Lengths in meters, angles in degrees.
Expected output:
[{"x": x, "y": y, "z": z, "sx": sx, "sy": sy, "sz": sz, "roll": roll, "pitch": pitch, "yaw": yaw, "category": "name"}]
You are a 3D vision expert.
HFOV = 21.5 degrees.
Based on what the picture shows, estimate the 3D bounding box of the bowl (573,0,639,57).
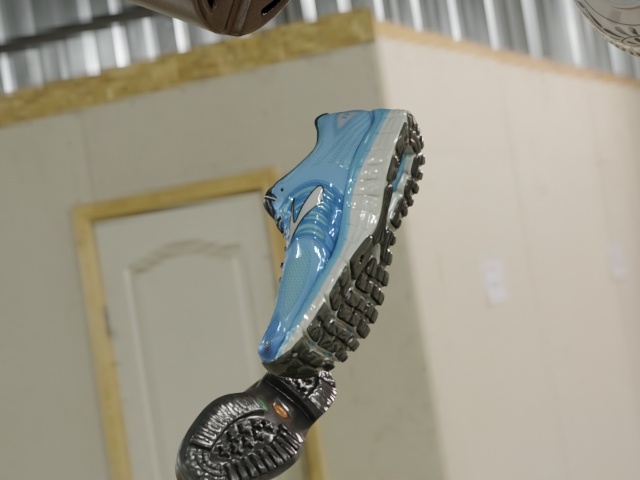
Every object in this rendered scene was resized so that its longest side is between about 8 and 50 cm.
[{"x": 0.245, "y": -0.215, "z": 1.272, "sx": 0.170, "sy": 0.170, "sz": 0.080, "roll": -10, "pitch": 6, "yaw": 37, "category": "bowl"}]

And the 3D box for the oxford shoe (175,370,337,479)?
[{"x": -0.065, "y": 0.173, "z": 1.420, "sx": 0.096, "sy": 0.083, "sz": 0.227, "roll": -46, "pitch": -8, "yaw": 27, "category": "oxford shoe"}]

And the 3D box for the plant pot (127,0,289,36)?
[{"x": -0.099, "y": -0.218, "z": 1.098, "sx": 0.165, "sy": 0.167, "sz": 0.167, "roll": 29, "pitch": 19, "yaw": 29, "category": "plant pot"}]

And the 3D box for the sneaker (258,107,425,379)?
[{"x": 0.000, "y": 0.000, "z": 0.915, "sx": 0.073, "sy": 0.162, "sz": 0.063, "roll": 13, "pitch": -23, "yaw": 25, "category": "sneaker"}]

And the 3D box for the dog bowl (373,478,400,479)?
[{"x": 0.155, "y": 0.295, "z": 1.144, "sx": 0.408, "sy": 0.150, "sz": 0.408, "roll": 22, "pitch": -15, "yaw": 6, "category": "dog bowl"}]
